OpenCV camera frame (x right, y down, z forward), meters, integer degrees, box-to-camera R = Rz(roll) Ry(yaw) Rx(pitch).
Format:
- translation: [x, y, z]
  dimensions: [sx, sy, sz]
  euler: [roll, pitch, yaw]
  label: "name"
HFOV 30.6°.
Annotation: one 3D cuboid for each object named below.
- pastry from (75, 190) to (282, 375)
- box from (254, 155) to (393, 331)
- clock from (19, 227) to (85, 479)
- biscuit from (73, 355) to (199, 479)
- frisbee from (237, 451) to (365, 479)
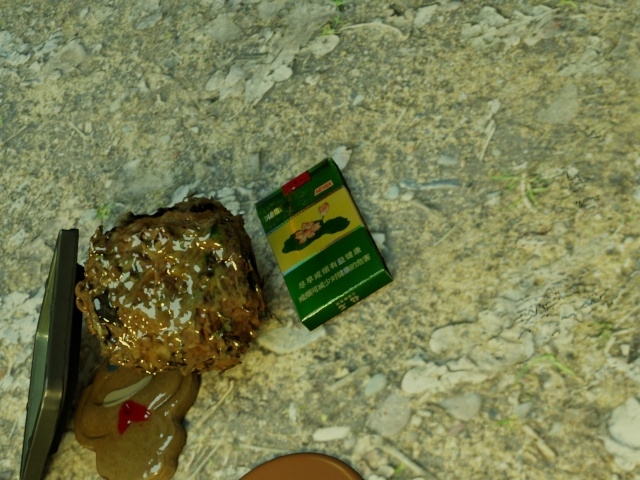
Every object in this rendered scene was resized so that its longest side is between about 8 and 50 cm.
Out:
- translation: [-0.185, 0.049, 1.510]
  dimensions: [0.193, 0.275, 0.275]
  euler: [122, 158, -53]
  label: "pastry"
- translation: [0.000, 0.000, 1.576]
  dimensions: [0.132, 0.034, 0.235]
  euler: [-33, 47, 9]
  label: "box"
- translation: [-0.357, 0.161, 1.574]
  dimensions: [0.273, 0.049, 0.279]
  euler: [117, 155, -48]
  label: "clock"
- translation: [-0.244, 0.191, 1.590]
  dimensions: [0.183, 0.047, 0.320]
  euler: [-4, 55, 27]
  label: "biscuit"
- translation: [-0.042, 0.360, 1.354]
  dimensions: [0.250, 0.021, 0.251]
  euler: [-17, 49, 21]
  label: "frisbee"
